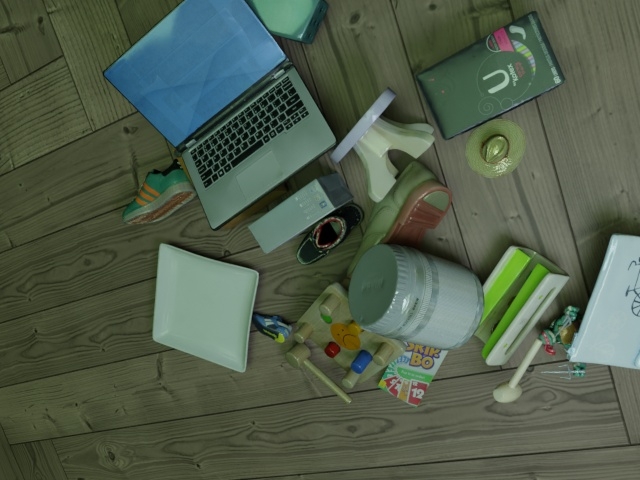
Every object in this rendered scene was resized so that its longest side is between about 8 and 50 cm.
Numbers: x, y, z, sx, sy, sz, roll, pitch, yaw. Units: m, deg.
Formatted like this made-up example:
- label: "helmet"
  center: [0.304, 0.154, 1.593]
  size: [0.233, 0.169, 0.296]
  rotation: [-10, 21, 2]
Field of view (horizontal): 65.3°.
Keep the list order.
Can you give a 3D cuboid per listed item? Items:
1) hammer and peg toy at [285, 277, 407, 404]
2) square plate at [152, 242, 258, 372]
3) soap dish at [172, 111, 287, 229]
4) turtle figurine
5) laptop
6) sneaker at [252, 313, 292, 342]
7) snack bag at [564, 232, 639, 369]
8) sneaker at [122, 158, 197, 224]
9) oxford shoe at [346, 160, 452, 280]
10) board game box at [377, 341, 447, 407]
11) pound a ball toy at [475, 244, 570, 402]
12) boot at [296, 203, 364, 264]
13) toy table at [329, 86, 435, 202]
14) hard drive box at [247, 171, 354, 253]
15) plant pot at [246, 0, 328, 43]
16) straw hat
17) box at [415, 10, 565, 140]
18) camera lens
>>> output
- label: "hammer and peg toy"
  center: [0.059, 0.285, 1.379]
  size: [0.266, 0.127, 0.361]
  rotation: [41, 139, 6]
- label: "square plate"
  center: [-0.362, 0.206, 1.567]
  size: [0.347, 0.049, 0.344]
  rotation: [15, 107, 16]
- label: "soap dish"
  center: [-0.262, -0.201, 1.395]
  size: [0.228, 0.118, 0.291]
  rotation: [-30, 92, 23]
- label: "turtle figurine"
  center: [0.613, 0.217, 1.186]
  size: [0.234, 0.118, 0.175]
  rotation: [-21, 107, 8]
- label: "laptop"
  center: [-0.239, -0.309, 1.168]
  size: [0.382, 0.236, 0.408]
  rotation: [-33, 66, 15]
- label: "sneaker"
  center: [-0.147, 0.255, 1.504]
  size: [0.144, 0.059, 0.053]
  rotation: [24, 137, 31]
- label: "snack bag"
  center: [0.747, 0.146, 1.099]
  size: [0.342, 0.037, 0.323]
  rotation: [9, 107, -6]
- label: "sneaker"
  center: [-0.494, -0.142, 1.510]
  size: [0.302, 0.108, 0.121]
  rotation: [-24, 75, 28]
- label: "oxford shoe"
  center: [0.181, -0.025, 1.295]
  size: [0.397, 0.140, 0.147]
  rotation: [-53, 41, 31]
- label: "board game box"
  center: [0.267, 0.329, 1.382]
  size: [0.124, 0.039, 0.260]
  rotation: [27, 107, 11]
- label: "pound a ball toy"
  center: [0.478, 0.202, 1.201]
  size: [0.208, 0.135, 0.319]
  rotation: [47, 119, 43]
- label: "boot"
  center: [0.000, -0.002, 1.316]
  size: [0.236, 0.178, 0.085]
  rotation: [-40, 88, 22]
- label: "toy table"
  center: [0.147, -0.229, 1.193]
  size: [0.161, 0.274, 0.252]
  rotation: [40, 79, -4]
- label: "hard drive box"
  center: [-0.048, -0.075, 1.316]
  size: [0.232, 0.181, 0.089]
  rotation: [-33, 90, 23]
- label: "plant pot"
  center: [-0.111, -0.591, 1.231]
  size: [0.234, 0.166, 0.166]
  rotation: [30, 111, 3]
- label: "straw hat"
  center: [0.413, -0.217, 1.182]
  size: [0.144, 0.061, 0.145]
  rotation: [5, 104, 18]
- label: "box"
  center: [0.374, -0.357, 1.117]
  size: [0.270, 0.143, 0.165]
  rotation: [-25, 93, 24]
- label: "camera lens"
  center: [0.233, 0.137, 1.199]
  size: [0.274, 0.219, 0.219]
  rotation: [18, 113, -26]
